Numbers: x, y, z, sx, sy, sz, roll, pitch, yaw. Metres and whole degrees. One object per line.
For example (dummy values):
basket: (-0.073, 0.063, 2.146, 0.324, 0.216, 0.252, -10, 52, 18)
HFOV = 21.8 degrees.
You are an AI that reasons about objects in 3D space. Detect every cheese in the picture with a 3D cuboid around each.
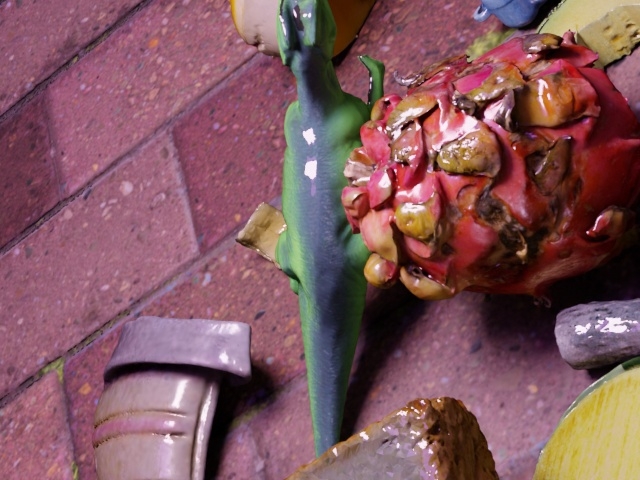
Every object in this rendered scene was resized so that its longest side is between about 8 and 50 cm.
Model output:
cheese: (-0.048, 0.002, 1.920, 0.084, 0.041, 0.060, 39, 100, 17)

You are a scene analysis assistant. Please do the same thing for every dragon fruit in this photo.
dragon fruit: (0.163, -0.051, 1.593, 0.291, 0.269, 0.250, -31, 13, -7)

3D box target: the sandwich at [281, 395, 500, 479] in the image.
sandwich: (0.067, 0.335, 1.465, 0.262, 0.131, 0.325, -32, 67, 27)

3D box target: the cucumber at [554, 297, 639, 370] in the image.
cucumber: (0.279, 0.086, 1.554, 0.112, 0.064, 0.064, -10, 57, 32)

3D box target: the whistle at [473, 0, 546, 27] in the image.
whistle: (0.271, -0.332, 1.818, 0.269, 0.093, 0.180, -38, 28, 15)

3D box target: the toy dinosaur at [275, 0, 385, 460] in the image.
toy dinosaur: (0.009, 0.019, 1.637, 0.144, 0.374, 0.500, -2, 62, 9)

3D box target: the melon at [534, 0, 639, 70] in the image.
melon: (0.293, -0.206, 1.737, 0.209, 0.064, 0.118, -39, 43, 12)

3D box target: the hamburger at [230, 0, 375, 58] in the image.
hamburger: (-0.010, -0.359, 1.994, 0.151, 0.227, 0.295, 26, 78, 24)

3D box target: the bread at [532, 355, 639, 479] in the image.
bread: (0.270, 0.205, 1.469, 0.228, 0.033, 0.228, -41, 31, 31)

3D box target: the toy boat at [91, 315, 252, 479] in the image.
toy boat: (-0.188, 0.209, 1.865, 0.276, 0.111, 0.294, 17, 85, 54)
